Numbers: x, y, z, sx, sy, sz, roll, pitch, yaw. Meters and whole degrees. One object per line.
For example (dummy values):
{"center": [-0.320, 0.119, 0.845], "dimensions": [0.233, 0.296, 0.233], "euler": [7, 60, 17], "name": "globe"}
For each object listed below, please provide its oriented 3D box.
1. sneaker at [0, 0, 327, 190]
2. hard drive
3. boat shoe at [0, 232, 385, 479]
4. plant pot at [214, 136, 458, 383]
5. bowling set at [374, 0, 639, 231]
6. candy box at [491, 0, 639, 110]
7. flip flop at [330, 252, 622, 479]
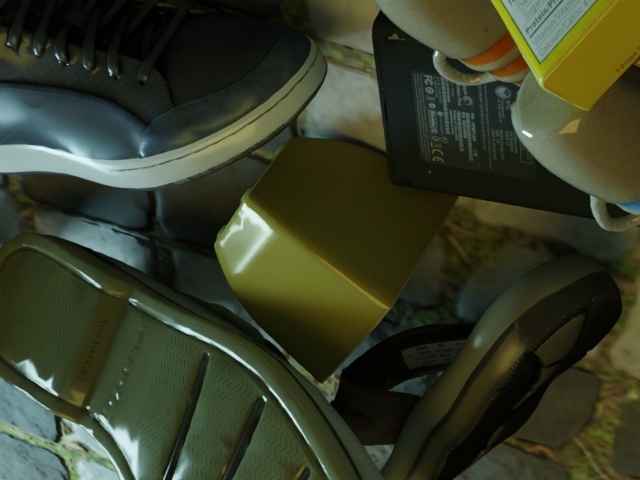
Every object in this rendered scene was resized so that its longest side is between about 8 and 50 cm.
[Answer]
{"center": [-0.120, -0.105, 0.682], "dimensions": [0.226, 0.086, 0.163], "euler": [-1, 136, 32], "name": "sneaker"}
{"center": [0.092, -0.052, 0.668], "dimensions": [0.135, 0.022, 0.094], "euler": [11, 138, 20], "name": "hard drive"}
{"center": [-0.050, 0.086, 0.774], "dimensions": [0.103, 0.113, 0.302], "euler": [16, -163, -49], "name": "boat shoe"}
{"center": [0.000, 0.000, 0.737], "dimensions": [0.083, 0.081, 0.081], "euler": [36, 141, -2], "name": "plant pot"}
{"center": [0.149, -0.037, 0.489], "dimensions": [0.287, 0.200, 0.154], "euler": [-19, 142, 41], "name": "bowling set"}
{"center": [0.117, -0.142, 0.430], "dimensions": [0.027, 0.105, 0.206], "euler": [25, 119, -32], "name": "candy box"}
{"center": [0.053, 0.076, 0.781], "dimensions": [0.080, 0.112, 0.277], "euler": [50, 146, 14], "name": "flip flop"}
